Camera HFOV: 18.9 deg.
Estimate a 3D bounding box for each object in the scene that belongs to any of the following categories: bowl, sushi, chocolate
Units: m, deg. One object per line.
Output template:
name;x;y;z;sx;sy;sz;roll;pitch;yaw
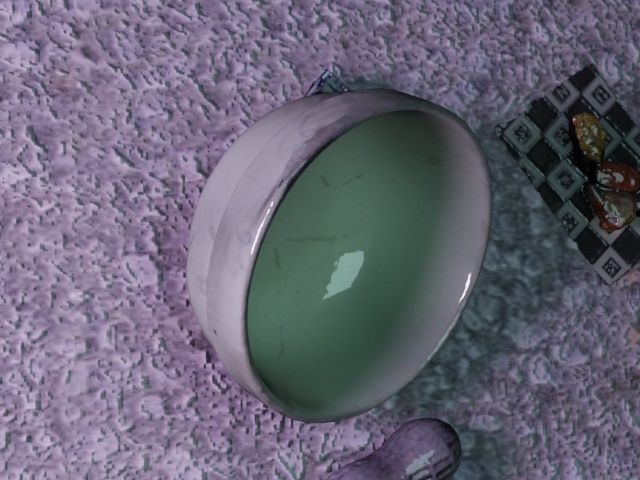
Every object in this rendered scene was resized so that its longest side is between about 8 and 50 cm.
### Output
bowl;0.000;0.000;1.739;0.307;0.163;0.307;-20;121;-36
sushi;0.285;-0.073;1.946;0.139;0.031;0.201;-37;92;-19
chocolate;0.062;0.225;1.800;0.167;0.072;0.072;-32;90;-20

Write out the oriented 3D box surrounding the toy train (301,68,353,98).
toy train;-0.050;-0.058;1.830;0.052;0.051;0.234;39;78;-7
